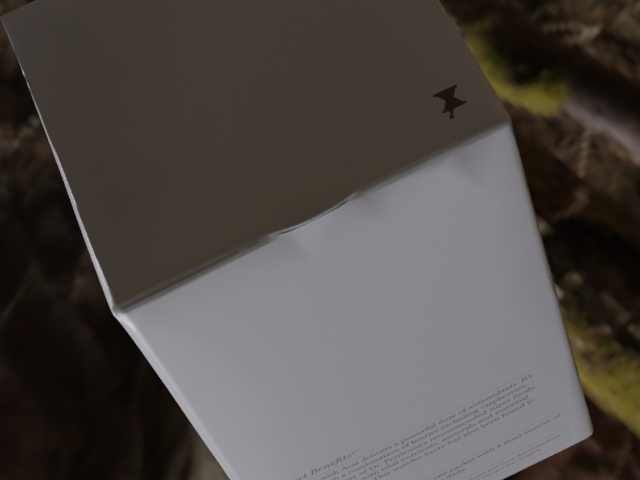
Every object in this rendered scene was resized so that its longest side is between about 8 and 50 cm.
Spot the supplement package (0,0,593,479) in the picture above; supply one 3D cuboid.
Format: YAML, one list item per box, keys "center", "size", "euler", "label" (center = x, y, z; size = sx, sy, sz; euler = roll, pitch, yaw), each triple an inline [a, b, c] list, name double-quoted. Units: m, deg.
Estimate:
- center: [0.000, 0.000, 0.886]
  size: [0.293, 0.177, 0.175]
  euler: [66, 178, -56]
  label: "supplement package"
